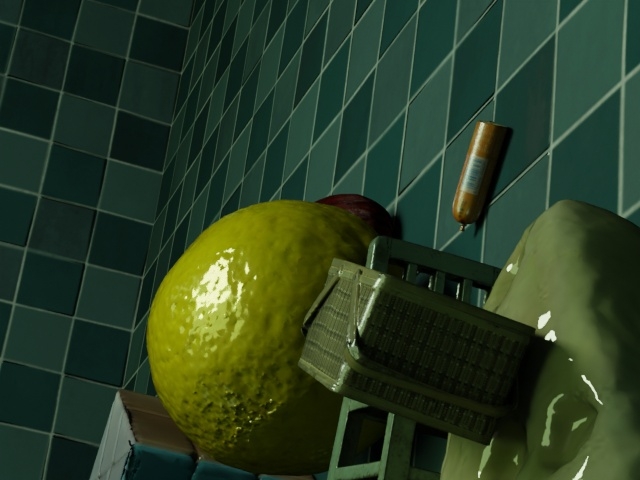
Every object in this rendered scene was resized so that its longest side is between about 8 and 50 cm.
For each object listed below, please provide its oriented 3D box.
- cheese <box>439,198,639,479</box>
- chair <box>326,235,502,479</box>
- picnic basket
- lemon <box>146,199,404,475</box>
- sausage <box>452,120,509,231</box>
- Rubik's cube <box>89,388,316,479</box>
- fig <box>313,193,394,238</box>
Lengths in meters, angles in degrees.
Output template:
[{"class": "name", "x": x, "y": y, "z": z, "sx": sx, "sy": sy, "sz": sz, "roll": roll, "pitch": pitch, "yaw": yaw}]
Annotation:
[{"class": "cheese", "x": 0.147, "y": 0.153, "z": 1.079, "sx": 0.328, "sy": 0.129, "sz": 0.351, "roll": -83, "pitch": 17, "yaw": -45}, {"class": "chair", "x": 0.101, "y": 0.125, "z": 1.243, "sx": 0.147, "sy": 0.136, "sz": 0.270, "roll": 149, "pitch": 135, "yaw": -67}, {"class": "picnic basket", "x": 0.057, "y": 0.069, "z": 1.009, "sx": 0.164, "sy": 0.115, "sz": 0.079, "roll": -164, "pitch": 93, "yaw": -78}, {"class": "lemon", "x": -0.033, "y": 0.094, "z": 1.502, "sx": 0.293, "sy": 0.293, "sz": 0.293, "roll": -165, "pitch": 90, "yaw": -75}, {"class": "sausage", "x": 0.147, "y": -0.060, "z": 1.456, "sx": 0.031, "sy": 0.031, "sz": 0.107, "roll": -138, "pitch": 65, "yaw": -73}, {"class": "Rubik's cube", "x": -0.155, "y": 0.327, "z": 1.792, "sx": 0.221, "sy": 0.224, "sz": 0.231, "roll": -138, "pitch": 64, "yaw": -73}, {"class": "fig", "x": 0.016, "y": -0.002, "z": 1.701, "sx": 0.128, "sy": 0.150, "sz": 0.128, "roll": -41, "pitch": -5, "yaw": -4}]
